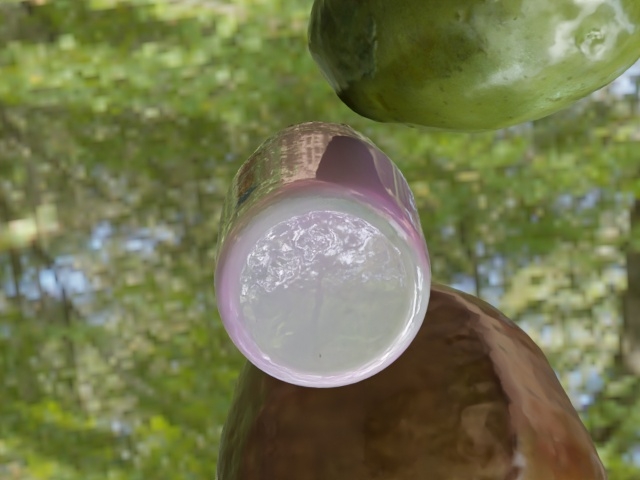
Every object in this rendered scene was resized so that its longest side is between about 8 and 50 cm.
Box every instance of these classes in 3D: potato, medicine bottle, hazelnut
[{"bbox_3d":[0.122,-0.179,1.369,0.304,0.216,0.216,-30,176,43],"label":"potato"},{"bbox_3d":[0.000,0.000,1.389,0.152,0.152,0.254,-5,-165,1],"label":"medicine bottle"},{"bbox_3d":[0.095,0.243,1.715,0.353,0.421,0.421,-45,-178,24],"label":"hazelnut"}]
